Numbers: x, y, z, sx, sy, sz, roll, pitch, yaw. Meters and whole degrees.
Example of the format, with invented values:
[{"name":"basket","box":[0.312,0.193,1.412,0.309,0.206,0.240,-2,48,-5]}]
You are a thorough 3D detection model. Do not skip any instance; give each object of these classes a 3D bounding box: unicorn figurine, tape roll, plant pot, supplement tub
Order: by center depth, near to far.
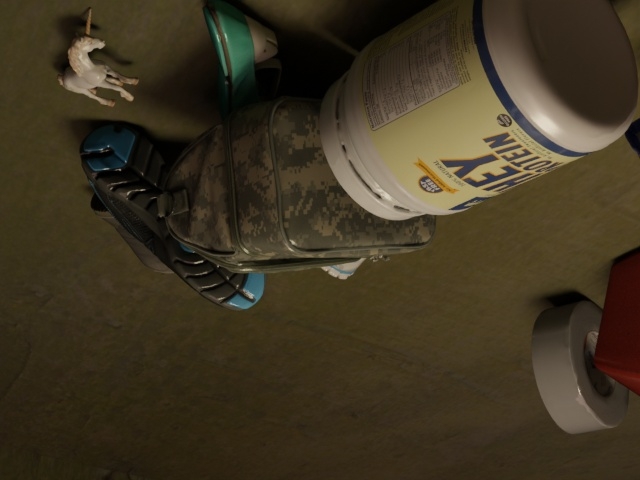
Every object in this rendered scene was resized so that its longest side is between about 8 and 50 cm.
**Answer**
[{"name":"supplement tub","box":[0.177,-0.167,1.531,0.235,0.235,0.325,26,146,-32]},{"name":"unicorn figurine","box":[-0.297,-0.221,1.715,0.111,0.060,0.162,24,147,-30]},{"name":"plant pot","box":[0.583,0.142,2.033,0.236,0.267,0.267,-5,152,46]},{"name":"tape roll","box":[0.441,0.214,2.212,0.072,0.219,0.219,-17,145,34]}]

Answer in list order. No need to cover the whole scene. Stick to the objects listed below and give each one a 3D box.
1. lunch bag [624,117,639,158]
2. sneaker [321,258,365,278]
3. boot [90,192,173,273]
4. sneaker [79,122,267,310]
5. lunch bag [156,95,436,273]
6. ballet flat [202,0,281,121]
[{"name":"lunch bag","box":[0.614,-0.082,1.516,0.385,0.239,0.328,-33,117,14]},{"name":"sneaker","box":[0.000,0.000,2.075,0.191,0.071,0.083,16,145,-35]},{"name":"boot","box":[-0.248,-0.012,2.084,0.190,0.076,0.208,6,149,28]},{"name":"sneaker","box":[-0.205,-0.027,1.894,0.341,0.125,0.139,46,163,11]},{"name":"lunch bag","box":[-0.029,-0.066,1.738,0.305,0.212,0.256,-3,177,-43]},{"name":"ballet flat","box":[-0.094,-0.230,1.656,0.087,0.083,0.247,-17,153,-7]}]
